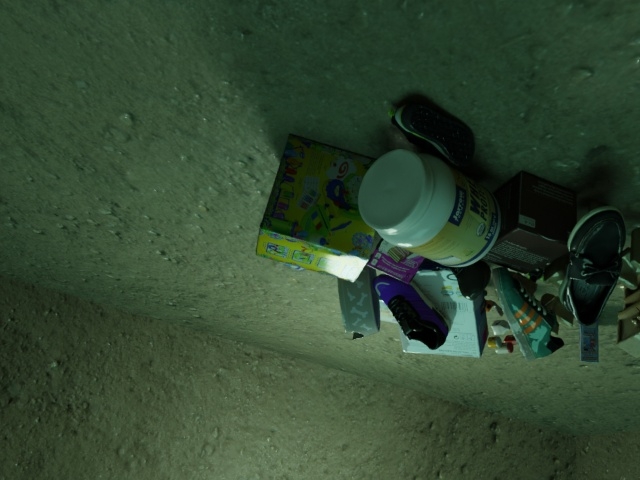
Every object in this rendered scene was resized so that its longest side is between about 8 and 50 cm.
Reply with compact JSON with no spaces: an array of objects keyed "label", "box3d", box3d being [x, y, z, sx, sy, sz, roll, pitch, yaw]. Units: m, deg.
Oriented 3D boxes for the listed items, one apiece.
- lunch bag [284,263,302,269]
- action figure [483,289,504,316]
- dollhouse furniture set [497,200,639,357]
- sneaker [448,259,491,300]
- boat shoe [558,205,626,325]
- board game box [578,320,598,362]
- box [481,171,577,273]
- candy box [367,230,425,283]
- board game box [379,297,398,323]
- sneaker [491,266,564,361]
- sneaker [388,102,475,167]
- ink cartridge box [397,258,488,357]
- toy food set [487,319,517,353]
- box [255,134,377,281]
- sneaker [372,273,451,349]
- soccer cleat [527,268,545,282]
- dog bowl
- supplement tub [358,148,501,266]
[{"label":"lunch bag","box3d":[-0.072,0.031,1.901,0.176,0.090,0.219,24,153,-26]},{"label":"action figure","box3d":[0.464,0.225,1.943,0.341,0.178,0.330,-22,133,28]},{"label":"dollhouse furniture set","box3d":[0.779,0.095,1.484,0.394,0.256,0.362,32,139,0]},{"label":"sneaker","box3d":[0.388,0.052,1.499,0.130,0.286,0.109,22,126,-15]},{"label":"boat shoe","box3d":[0.641,0.075,1.245,0.127,0.113,0.340,1,134,2]},{"label":"board game box","box3d":[0.969,0.362,1.927,0.060,0.194,0.194,1,151,24]},{"label":"box","box3d":[0.525,-0.038,1.379,0.169,0.167,0.203,19,153,-11]},{"label":"candy box","box3d":[0.242,-0.010,1.518,0.159,0.233,0.071,24,-167,-22]},{"label":"board game box","box3d":[0.354,0.283,2.217,0.317,0.064,0.242,11,154,6]},{"label":"sneaker","box3d":[0.562,0.187,1.445,0.121,0.108,0.302,-24,110,18]},{"label":"sneaker","box3d":[0.256,-0.248,1.226,0.235,0.084,0.097,30,174,-27]},{"label":"ink cartridge box","box3d":[0.383,0.173,1.731,0.270,0.151,0.395,-1,118,27]},{"label":"toy food set","box3d":[0.709,0.334,1.956,0.105,0.232,0.111,-15,104,42]},{"label":"box","box3d":[0.004,-0.082,1.407,0.279,0.289,0.177,16,154,-3]},{"label":"sneaker","box3d":[0.273,0.223,1.633,0.293,0.146,0.102,39,127,1]},{"label":"soccer cleat","box3d":[0.699,0.084,1.643,0.060,0.072,0.179,16,154,-4]},{"label":"dog bowl","box3d":[0.133,0.160,1.791,0.102,0.348,0.348,-6,150,10]},{"label":"supplement tub","box3d":[0.266,-0.075,1.292,0.316,0.228,0.228,19,156,-41]}]
